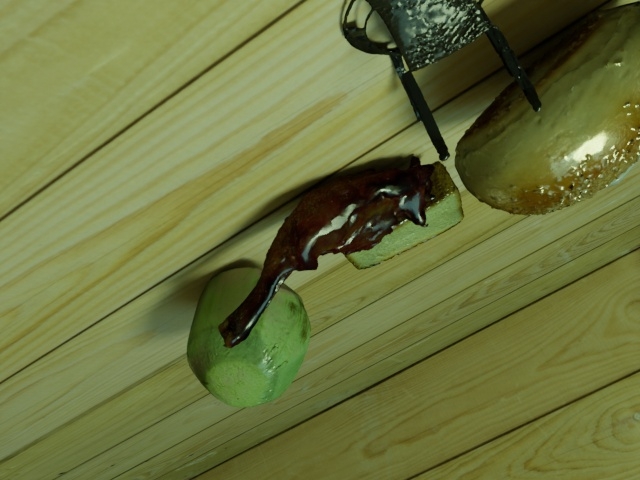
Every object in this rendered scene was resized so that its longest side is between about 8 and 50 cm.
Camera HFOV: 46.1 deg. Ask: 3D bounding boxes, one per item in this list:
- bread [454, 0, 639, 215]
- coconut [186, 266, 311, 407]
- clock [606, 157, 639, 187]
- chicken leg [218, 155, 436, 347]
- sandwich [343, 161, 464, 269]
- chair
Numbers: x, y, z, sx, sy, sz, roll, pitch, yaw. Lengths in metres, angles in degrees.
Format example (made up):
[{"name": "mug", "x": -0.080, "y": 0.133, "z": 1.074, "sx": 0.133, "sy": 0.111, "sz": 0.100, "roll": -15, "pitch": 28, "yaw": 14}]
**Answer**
[{"name": "bread", "x": 0.307, "y": -0.149, "z": 0.915, "sx": 0.305, "sy": 0.159, "sz": 0.305, "roll": -45, "pitch": -178, "yaw": 2}, {"name": "coconut", "x": -0.115, "y": 0.152, "z": 1.247, "sx": 0.205, "sy": 0.235, "sz": 0.236, "roll": -20, "pitch": 164, "yaw": 27}, {"name": "clock", "x": 0.436, "y": -0.168, "z": 1.203, "sx": 0.262, "sy": 0.116, "sz": 0.231, "roll": -18, "pitch": 158, "yaw": -21}, {"name": "chicken leg", "x": 0.000, "y": 0.000, "z": 1.097, "sx": 0.407, "sy": 0.096, "sz": 0.158, "roll": -38, "pitch": 137, "yaw": -9}, {"name": "sandwich", "x": 0.132, "y": -0.034, "z": 1.262, "sx": 0.215, "sy": 0.065, "sz": 0.186, "roll": -28, "pitch": 160, "yaw": 8}, {"name": "chair", "x": 0.125, "y": -0.212, "z": 0.785, "sx": 0.174, "sy": 0.149, "sz": 0.213, "roll": -26, "pitch": 118, "yaw": 13}]
